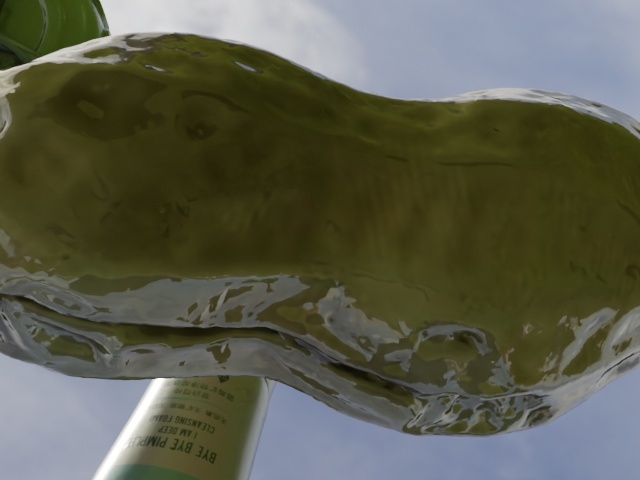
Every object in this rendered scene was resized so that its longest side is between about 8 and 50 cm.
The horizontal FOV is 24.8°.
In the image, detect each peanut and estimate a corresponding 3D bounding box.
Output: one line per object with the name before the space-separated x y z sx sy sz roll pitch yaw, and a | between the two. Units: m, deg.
peanut | 0.000 0.000 0.495 0.290 0.130 0.130 8 -128 -16

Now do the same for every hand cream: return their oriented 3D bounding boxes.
hand cream | -0.084 0.148 0.797 0.111 0.070 0.312 12 -145 8

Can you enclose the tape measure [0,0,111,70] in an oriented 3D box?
tape measure | -0.208 -0.097 0.847 0.200 0.106 0.175 7 -121 12
